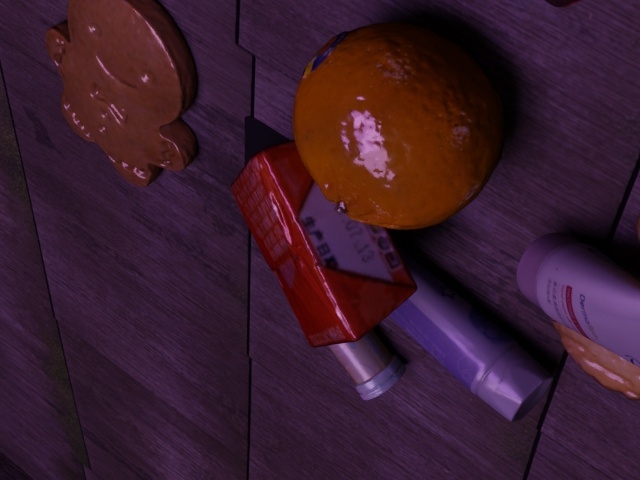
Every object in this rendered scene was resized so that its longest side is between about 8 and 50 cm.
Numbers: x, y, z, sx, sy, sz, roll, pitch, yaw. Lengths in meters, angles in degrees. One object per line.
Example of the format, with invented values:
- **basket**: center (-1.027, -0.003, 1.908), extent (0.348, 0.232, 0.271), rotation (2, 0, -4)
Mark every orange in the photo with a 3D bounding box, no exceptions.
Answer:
- **orange**: center (0.076, -0.113, 1.215), extent (0.219, 0.193, 0.219), rotation (19, 148, 12)

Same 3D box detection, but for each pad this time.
- **pad**: center (-0.057, -0.085, 1.574), extent (0.112, 0.003, 0.157), rotation (33, 146, 21)

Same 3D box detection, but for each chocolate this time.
- **chocolate**: center (0.000, 0.000, 1.403), extent (0.235, 0.108, 0.237), rotation (64, 165, 2)

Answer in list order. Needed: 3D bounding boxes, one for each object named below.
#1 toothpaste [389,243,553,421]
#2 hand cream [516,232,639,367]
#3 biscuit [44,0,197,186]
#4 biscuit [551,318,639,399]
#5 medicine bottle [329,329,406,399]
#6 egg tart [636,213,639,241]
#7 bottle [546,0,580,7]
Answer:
- **toothpaste**: center (0.118, 0.076, 1.481), extent (0.371, 0.080, 0.125), rotation (39, 149, 23)
- **hand cream**: center (0.288, 0.072, 1.171), extent (0.133, 0.083, 0.248), rotation (54, 174, -27)
- **biscuit**: center (-0.272, -0.210, 1.647), extent (0.275, 0.052, 0.355), rotation (44, 149, 4)
- **biscuit**: center (0.333, 0.114, 1.273), extent (0.183, 0.061, 0.118), rotation (12, 136, 47)
- **medicine bottle**: center (0.024, 0.109, 1.631), extent (0.218, 0.074, 0.074), rotation (54, 148, -7)
- **egg tart**: center (0.366, 0.057, 1.075), extent (0.241, 0.106, 0.241), rotation (57, -170, -15)
- **bottle**: center (0.248, -0.239, 0.982), extent (0.164, 0.060, 0.060), rotation (-12, 116, 54)
